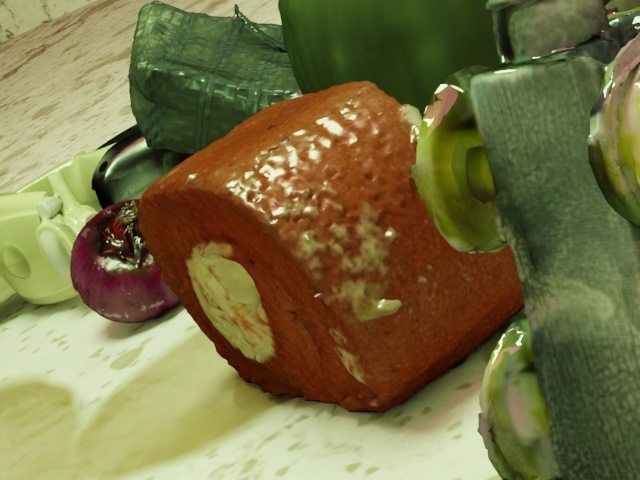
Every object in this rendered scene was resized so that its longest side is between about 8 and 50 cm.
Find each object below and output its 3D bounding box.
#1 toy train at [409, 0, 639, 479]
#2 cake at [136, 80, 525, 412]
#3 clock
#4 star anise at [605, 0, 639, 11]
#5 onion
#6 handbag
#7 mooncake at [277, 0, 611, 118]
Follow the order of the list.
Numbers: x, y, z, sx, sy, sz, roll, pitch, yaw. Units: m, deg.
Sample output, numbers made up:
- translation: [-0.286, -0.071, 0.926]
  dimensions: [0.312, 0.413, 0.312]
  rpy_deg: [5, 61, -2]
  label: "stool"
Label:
- translation: [0.151, 0.004, 0.748]
  dimensions: [0.177, 0.261, 0.134]
  rpy_deg: [-19, 8, -38]
  label: "toy train"
- translation: [0.000, 0.000, 1.091]
  dimensions: [0.151, 0.177, 0.283]
  rpy_deg: [-34, 17, -19]
  label: "cake"
- translation: [-0.204, -0.041, 1.636]
  dimensions: [0.379, 0.120, 0.276]
  rpy_deg: [-35, 15, -22]
  label: "clock"
- translation: [0.303, -0.154, 0.979]
  dimensions: [0.315, 0.108, 0.315]
  rpy_deg: [-20, 34, 14]
  label: "star anise"
- translation: [-0.152, 0.012, 1.419]
  dimensions: [0.115, 0.104, 0.115]
  rpy_deg: [0, 44, 0]
  label: "onion"
- translation: [-0.050, -0.148, 1.544]
  dimensions: [0.270, 0.089, 0.175]
  rpy_deg: [10, 42, 4]
  label: "handbag"
- translation: [0.155, -0.157, 1.228]
  dimensions: [0.356, 0.194, 0.356]
  rpy_deg: [-22, 9, 4]
  label: "mooncake"
